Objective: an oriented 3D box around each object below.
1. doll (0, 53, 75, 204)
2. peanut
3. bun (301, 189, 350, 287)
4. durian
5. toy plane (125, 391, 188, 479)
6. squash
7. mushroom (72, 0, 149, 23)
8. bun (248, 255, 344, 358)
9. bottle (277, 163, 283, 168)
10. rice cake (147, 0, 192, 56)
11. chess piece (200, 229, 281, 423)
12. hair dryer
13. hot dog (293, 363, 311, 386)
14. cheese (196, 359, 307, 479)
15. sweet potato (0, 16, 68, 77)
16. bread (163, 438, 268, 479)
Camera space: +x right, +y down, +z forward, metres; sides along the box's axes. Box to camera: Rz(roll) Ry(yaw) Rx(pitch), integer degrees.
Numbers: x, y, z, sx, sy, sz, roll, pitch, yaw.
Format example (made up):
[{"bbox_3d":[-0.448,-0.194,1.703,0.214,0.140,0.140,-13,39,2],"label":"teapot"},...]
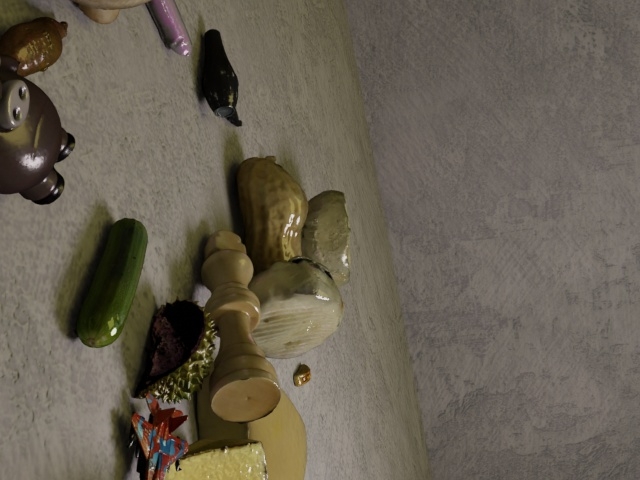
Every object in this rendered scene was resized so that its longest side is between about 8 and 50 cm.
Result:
[{"bbox_3d":[-0.365,-0.129,0.888,0.257,0.117,0.182,58,34,-63],"label":"doll"},{"bbox_3d":[-0.099,-0.042,1.766,0.143,0.159,0.292,-4,85,-37],"label":"peanut"},{"bbox_3d":[0.000,0.000,2.111,0.259,0.152,0.260,177,-90,-87],"label":"bun"},{"bbox_3d":[-0.206,0.186,1.314,0.187,0.118,0.108,-85,157,-44],"label":"durian"},{"bbox_3d":[-0.245,0.323,1.202,0.130,0.061,0.189,46,47,-45],"label":"toy plane"},{"bbox_3d":[-0.291,0.057,1.172,0.229,0.066,0.066,-85,161,-44],"label":"squash"},{"bbox_3d":[-0.307,-0.391,1.161,0.215,0.207,0.208,122,-27,-57],"label":"mushroom"},{"bbox_3d":[-0.070,0.128,1.670,0.239,0.239,0.141,63,3,-51],"label":"bun"},{"bbox_3d":[-0.093,-0.116,2.018,0.164,0.060,0.060,61,26,-54],"label":"bottle"},{"bbox_3d":[-0.289,-0.439,1.454,0.270,0.048,0.055,70,33,-43],"label":"rice cake"},{"bbox_3d":[-0.155,0.127,1.459,0.397,0.117,0.117,-106,176,-47],"label":"chess piece"},{"bbox_3d":[-0.198,-0.310,1.746,0.219,0.075,0.196,74,4,-65],"label":"hair dryer"},{"bbox_3d":[-0.039,0.329,2.028,0.090,0.034,0.030,-46,126,-70],"label":"hot dog"},{"bbox_3d":[-0.113,0.408,1.576,0.384,0.104,0.384,-8,90,-75],"label":"cheese"},{"bbox_3d":[-0.360,-0.256,1.070,0.226,0.068,0.068,-72,151,-60],"label":"sweet potato"},{"bbox_3d":[-0.164,0.447,1.303,0.178,0.135,0.240,2,83,-75],"label":"bread"}]
